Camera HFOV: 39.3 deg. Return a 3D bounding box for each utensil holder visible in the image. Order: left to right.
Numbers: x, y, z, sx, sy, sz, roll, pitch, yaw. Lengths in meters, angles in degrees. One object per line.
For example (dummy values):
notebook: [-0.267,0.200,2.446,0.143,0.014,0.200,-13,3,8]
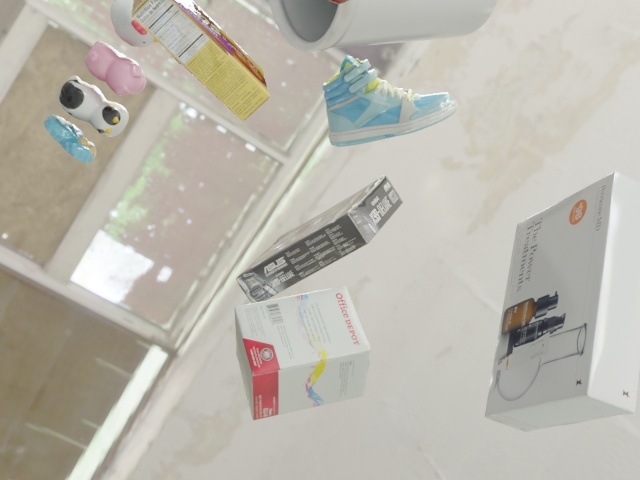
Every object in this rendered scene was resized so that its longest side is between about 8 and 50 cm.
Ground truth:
utensil holder: [0.131,-0.553,1.813,0.328,0.386,0.327,27,-59,57]

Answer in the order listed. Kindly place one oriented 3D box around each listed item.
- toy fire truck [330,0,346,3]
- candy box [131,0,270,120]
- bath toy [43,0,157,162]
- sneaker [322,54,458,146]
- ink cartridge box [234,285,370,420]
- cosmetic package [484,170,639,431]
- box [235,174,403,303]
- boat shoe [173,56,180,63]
toy fire truck: [-0.048,-0.487,1.345,0.169,0.302,0.254,-28,-172,36]
candy box: [-0.147,-0.242,1.108,0.053,0.187,0.109,-40,-153,12]
bath toy: [-0.432,-0.335,1.860,0.348,0.151,0.129,-57,-148,10]
sneaker: [0.151,-0.351,2.114,0.319,0.208,0.127,-12,-164,12]
ink cartridge box: [-0.029,0.166,1.330,0.127,0.176,0.128,93,-17,-47]
cosmetic package: [0.410,0.109,1.480,0.284,0.097,0.377,-35,-144,61]
box: [0.000,0.000,1.864,0.307,0.076,0.242,-30,-172,31]
boat shoe: [-0.224,-0.313,1.294,0.040,0.142,0.049,-17,-147,30]
